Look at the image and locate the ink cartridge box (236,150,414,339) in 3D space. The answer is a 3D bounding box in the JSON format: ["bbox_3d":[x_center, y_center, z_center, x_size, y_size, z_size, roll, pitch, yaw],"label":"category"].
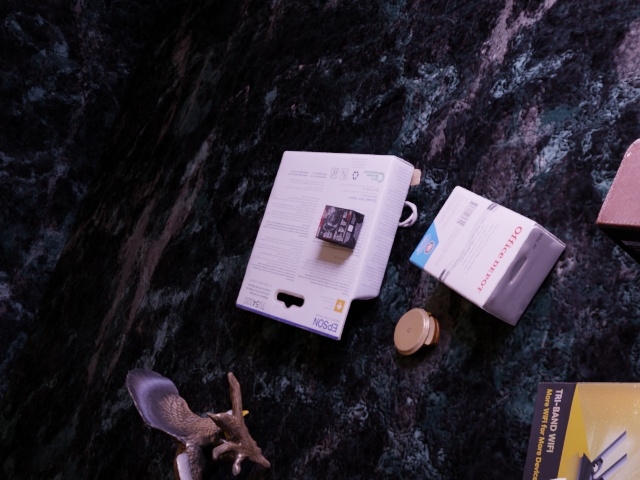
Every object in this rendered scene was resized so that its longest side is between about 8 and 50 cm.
[{"bbox_3d":[0.000,0.000,1.478,0.324,0.071,0.330,12,84,51],"label":"ink cartridge box"}]

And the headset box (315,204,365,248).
[{"bbox_3d":[0.030,-0.025,1.375,0.083,0.032,0.062,13,83,51],"label":"headset box"}]

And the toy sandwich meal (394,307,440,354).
[{"bbox_3d":[0.150,0.143,1.244,0.085,0.029,0.085,-38,38,37],"label":"toy sandwich meal"}]

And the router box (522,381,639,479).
[{"bbox_3d":[0.324,0.304,0.827,0.243,0.081,0.308,-12,55,49],"label":"router box"}]

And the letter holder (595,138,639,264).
[{"bbox_3d":[0.491,-0.063,0.840,0.302,0.152,0.214,9,70,56],"label":"letter holder"}]

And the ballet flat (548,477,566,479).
[{"bbox_3d":[0.259,0.278,0.815,0.188,0.070,0.070,3,66,52],"label":"ballet flat"}]

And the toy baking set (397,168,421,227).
[{"bbox_3d":[0.093,-0.031,1.463,0.197,0.030,0.256,39,103,51],"label":"toy baking set"}]

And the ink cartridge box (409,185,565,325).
[{"bbox_3d":[0.239,0.018,1.173,0.139,0.082,0.191,-57,34,3],"label":"ink cartridge box"}]

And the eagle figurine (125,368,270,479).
[{"bbox_3d":[-0.228,0.353,1.446,0.298,0.225,0.226,-5,70,40],"label":"eagle figurine"}]
